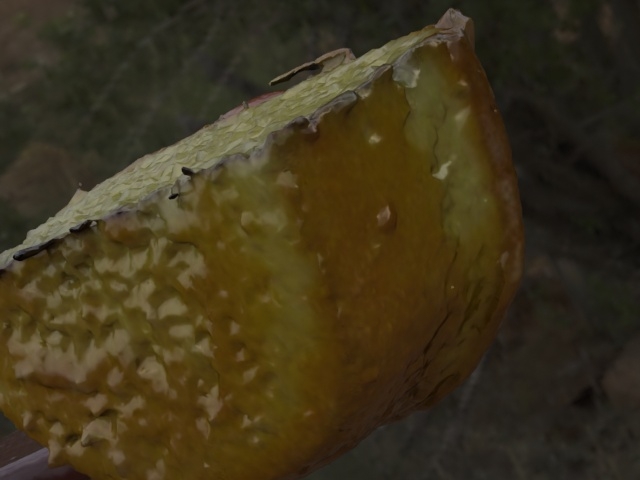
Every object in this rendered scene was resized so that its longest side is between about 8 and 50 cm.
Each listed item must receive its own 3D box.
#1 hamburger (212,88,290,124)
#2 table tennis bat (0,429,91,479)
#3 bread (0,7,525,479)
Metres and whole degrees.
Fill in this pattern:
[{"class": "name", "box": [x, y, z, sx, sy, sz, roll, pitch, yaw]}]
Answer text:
[{"class": "hamburger", "box": [0.000, 0.000, 1.631, 0.291, 0.291, 0.225, -32, 24, -11]}, {"class": "table tennis bat", "box": [-0.180, 0.132, 1.053, 0.414, 0.051, 0.268, -25, 2, -7]}, {"class": "bread", "box": [-0.030, 0.021, 0.648, 0.229, 0.140, 0.143, -21, 5, 41]}]
